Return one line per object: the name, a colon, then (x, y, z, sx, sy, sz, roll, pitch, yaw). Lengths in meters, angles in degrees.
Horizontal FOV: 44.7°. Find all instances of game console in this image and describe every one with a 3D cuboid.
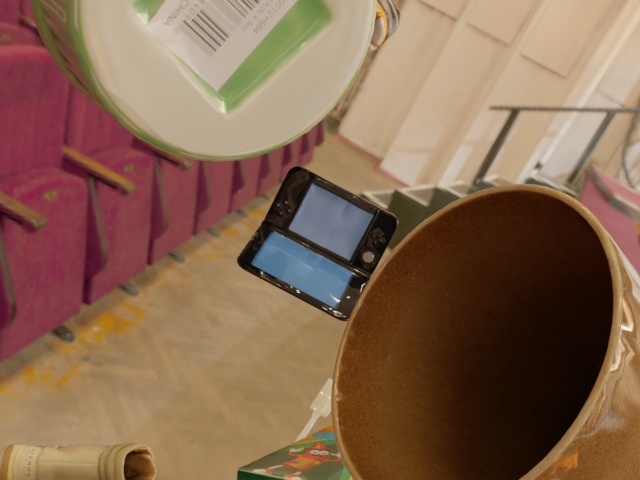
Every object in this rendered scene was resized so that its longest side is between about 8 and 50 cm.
game console: (0.000, 0.000, 0.878, 0.144, 0.124, 0.085, 28, 10, 1)

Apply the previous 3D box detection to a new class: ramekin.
ramekin: (-0.097, -0.219, 0.701, 0.303, 0.303, 0.148, 16, 18, -32)

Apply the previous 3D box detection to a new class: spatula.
spatula: (0.024, 0.446, 1.736, 0.168, 0.242, 0.019, 29, -20, 17)

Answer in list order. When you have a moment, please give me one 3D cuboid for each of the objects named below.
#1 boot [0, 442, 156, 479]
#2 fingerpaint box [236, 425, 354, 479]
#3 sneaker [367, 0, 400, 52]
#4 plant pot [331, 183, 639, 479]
boot: (-0.358, 0.378, 1.240, 0.204, 0.262, 0.095, -3, 61, 5)
fingerpaint box: (-0.001, 0.604, 1.428, 0.163, 0.444, 0.371, 3, 0, 26)
sneaker: (0.008, -0.301, 0.884, 0.215, 0.084, 0.083, 53, 39, 4)
plant pot: (0.178, 0.122, 0.584, 0.254, 0.237, 0.237, 33, 12, -32)
